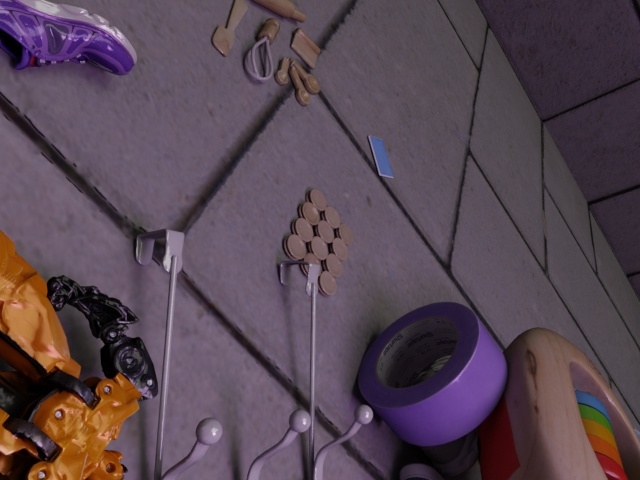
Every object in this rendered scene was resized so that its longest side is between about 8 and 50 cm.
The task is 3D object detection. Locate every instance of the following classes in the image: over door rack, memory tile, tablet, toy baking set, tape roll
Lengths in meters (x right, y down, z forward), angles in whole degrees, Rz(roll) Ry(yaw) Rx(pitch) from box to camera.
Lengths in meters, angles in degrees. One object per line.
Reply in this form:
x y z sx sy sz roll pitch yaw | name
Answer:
-0.059 0.146 0.566 0.240 0.108 0.324 16 58 -49 | over door rack
0.000 0.000 0.810 0.113 0.012 0.148 49 39 -24 | memory tile
0.117 -0.161 1.062 0.054 0.006 0.083 2 71 -53 | tablet
-0.073 -0.324 0.880 0.256 0.030 0.196 10 64 -51 | toy baking set
0.151 0.178 0.755 0.080 0.189 0.189 53 37 -21 | tape roll

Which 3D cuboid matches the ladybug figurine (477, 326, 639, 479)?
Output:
0.329 0.299 0.752 0.305 0.162 0.449 49 27 -6 | ladybug figurine

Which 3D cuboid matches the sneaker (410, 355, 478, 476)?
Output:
0.203 0.229 0.883 0.121 0.099 0.262 45 39 -22 | sneaker

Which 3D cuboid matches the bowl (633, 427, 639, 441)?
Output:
0.666 0.592 1.230 0.312 0.163 0.311 30 49 -42 | bowl

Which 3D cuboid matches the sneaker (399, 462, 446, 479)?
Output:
0.177 0.430 0.724 0.226 0.086 0.163 45 29 -14 | sneaker

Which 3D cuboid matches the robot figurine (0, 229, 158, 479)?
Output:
-0.247 0.077 0.374 0.291 0.085 0.211 52 38 -19 | robot figurine

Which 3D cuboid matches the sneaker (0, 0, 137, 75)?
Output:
-0.267 -0.193 0.536 0.170 0.068 0.071 10 78 -41 | sneaker
